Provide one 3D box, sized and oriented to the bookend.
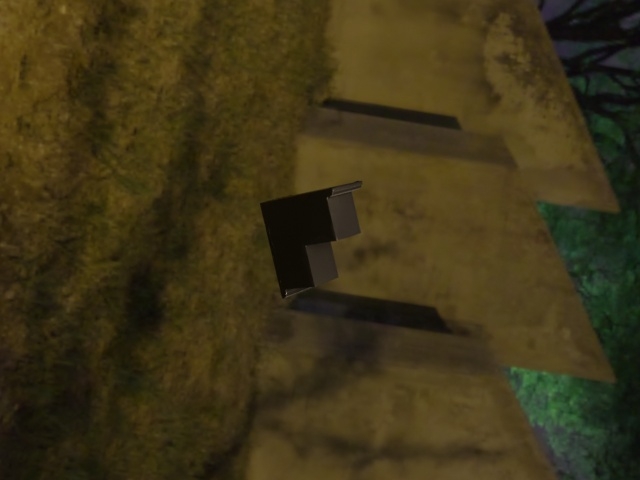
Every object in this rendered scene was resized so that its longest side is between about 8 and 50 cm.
[{"bbox_3d":[0.000,0.000,1.236,0.072,0.157,0.156,-18,96,-47],"label":"bookend"}]
